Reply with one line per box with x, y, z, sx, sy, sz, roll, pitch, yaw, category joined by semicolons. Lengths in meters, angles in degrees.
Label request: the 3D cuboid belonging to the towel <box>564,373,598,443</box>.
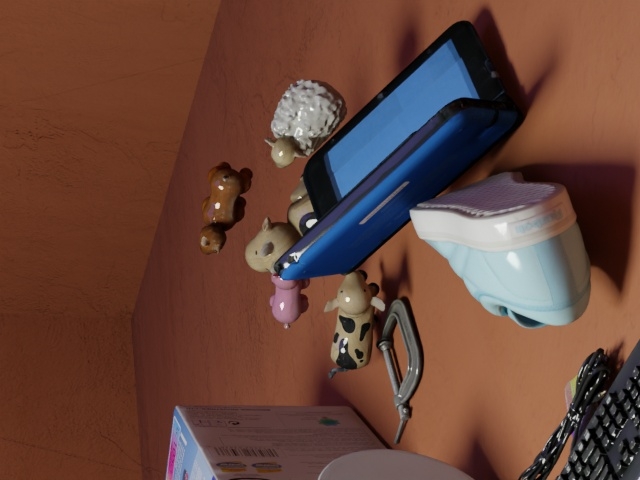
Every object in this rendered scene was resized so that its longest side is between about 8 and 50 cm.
0.259;0.168;1.489;0.060;0.009;0.083;124;145;-58;towel

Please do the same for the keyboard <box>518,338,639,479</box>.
0.233;0.220;1.406;0.201;0.033;0.317;-95;28;-64;keyboard

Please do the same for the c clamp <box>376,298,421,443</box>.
0.100;0.163;2.003;0.137;0.022;0.160;112;156;-46;c clamp

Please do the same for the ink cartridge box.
-0.038;0.342;1.989;0.395;0.270;0.151;-145;59;-71;ink cartridge box

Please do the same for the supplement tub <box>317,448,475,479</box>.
0.064;0.424;1.684;0.241;0.241;0.331;-116;33;-59;supplement tub

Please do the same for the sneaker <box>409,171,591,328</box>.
0.184;0.019;1.577;0.366;0.135;0.150;-123;15;-82;sneaker

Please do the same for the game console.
0.063;-0.109;1.724;0.293;0.250;0.173;-43;73;23;game console

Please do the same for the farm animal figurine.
0.000;0.000;1.989;0.327;0.330;0.172;-45;9;25;farm animal figurine
